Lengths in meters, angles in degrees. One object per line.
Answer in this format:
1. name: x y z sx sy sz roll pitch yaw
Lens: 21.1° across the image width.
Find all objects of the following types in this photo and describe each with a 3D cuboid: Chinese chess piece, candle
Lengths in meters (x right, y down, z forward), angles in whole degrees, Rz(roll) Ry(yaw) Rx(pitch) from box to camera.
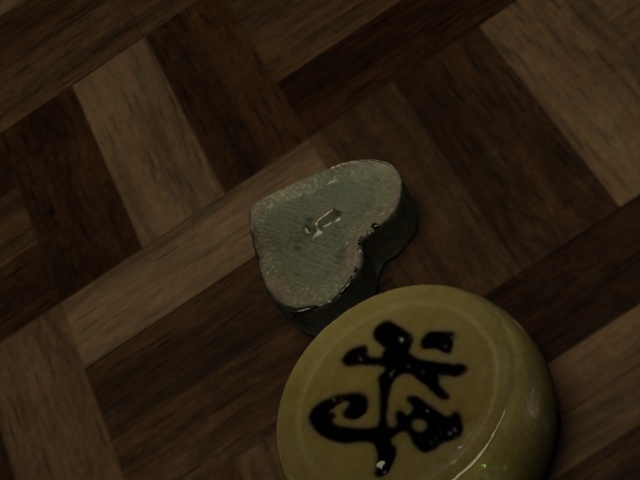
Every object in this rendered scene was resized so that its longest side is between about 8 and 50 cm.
1. Chinese chess piece: 0.085 0.162 1.534 0.257 0.104 0.257 -18 47 20
2. candle: 0.000 0.000 1.745 0.168 0.068 0.192 18 64 37
